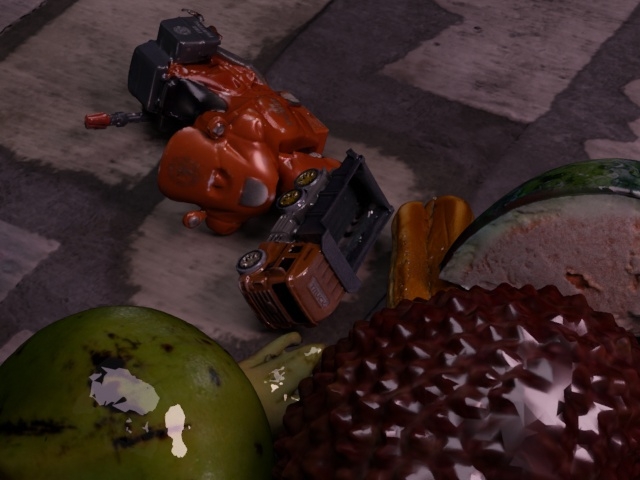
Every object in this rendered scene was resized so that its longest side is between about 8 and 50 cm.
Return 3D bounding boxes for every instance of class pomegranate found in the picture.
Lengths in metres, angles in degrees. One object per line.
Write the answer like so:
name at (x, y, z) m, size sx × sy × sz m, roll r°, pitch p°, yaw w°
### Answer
pomegranate at (-0.134, 0.169, 1.444) m, size 0.341 × 0.260 × 0.260 m, roll -26°, pitch 45°, yaw -27°

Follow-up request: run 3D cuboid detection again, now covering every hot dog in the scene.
hot dog at (0.112, 0.037, 1.696) m, size 0.092 × 0.062 × 0.235 m, roll -6°, pitch 44°, yaw 15°

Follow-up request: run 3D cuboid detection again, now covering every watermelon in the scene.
watermelon at (0.275, 0.009, 1.627) m, size 0.305 × 0.224 × 0.180 m, roll 16°, pitch 81°, yaw 7°

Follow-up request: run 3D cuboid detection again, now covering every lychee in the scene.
lychee at (0.128, 0.178, 1.347) m, size 0.330 × 0.306 × 0.306 m, roll 15°, pitch 45°, yaw 24°

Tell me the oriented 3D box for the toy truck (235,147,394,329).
toy truck at (0.000, 0.000, 1.705) m, size 0.092 × 0.083 × 0.192 m, roll -2°, pitch 42°, yaw 39°

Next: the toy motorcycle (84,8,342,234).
toy motorcycle at (-0.108, -0.121, 1.857) m, size 0.221 × 0.147 × 0.326 m, roll -7°, pitch 37°, yaw -37°
